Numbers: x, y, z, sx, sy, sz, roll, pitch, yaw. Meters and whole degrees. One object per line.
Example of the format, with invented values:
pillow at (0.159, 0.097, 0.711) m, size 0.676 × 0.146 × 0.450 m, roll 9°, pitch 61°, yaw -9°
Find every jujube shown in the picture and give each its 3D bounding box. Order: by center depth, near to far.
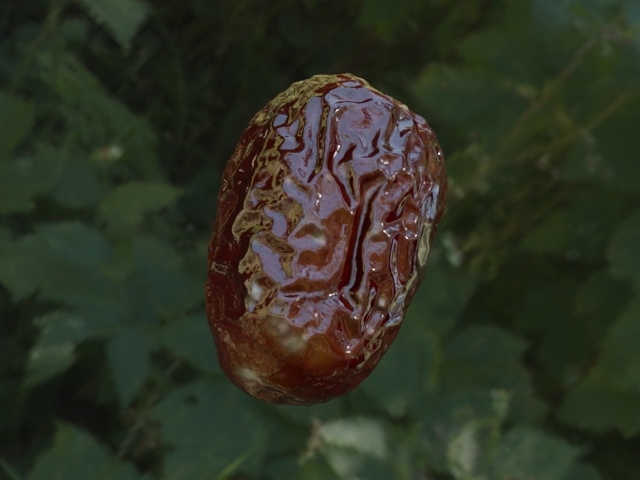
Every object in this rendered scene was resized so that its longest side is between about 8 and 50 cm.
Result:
jujube at (0.000, 0.000, 1.015) m, size 0.109 × 0.112 × 0.176 m, roll 70°, pitch 35°, yaw -60°
